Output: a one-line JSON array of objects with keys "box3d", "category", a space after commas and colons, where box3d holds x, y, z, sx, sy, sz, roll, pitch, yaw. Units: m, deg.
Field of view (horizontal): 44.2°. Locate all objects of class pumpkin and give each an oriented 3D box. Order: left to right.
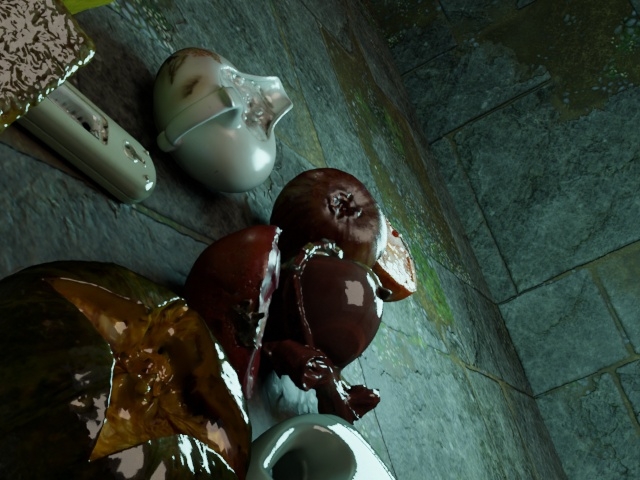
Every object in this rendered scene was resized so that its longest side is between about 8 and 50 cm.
[{"box3d": [-0.157, 0.124, 0.539, 0.238, 0.159, 0.238, 45, 16, -17], "category": "pumpkin"}]

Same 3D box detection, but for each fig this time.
[{"box3d": [-0.003, -0.007, 1.182, 0.175, 0.207, 0.175, 8, 67, -20], "category": "fig"}]

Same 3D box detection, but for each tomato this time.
[{"box3d": [-0.102, 0.070, 0.868, 0.173, 0.099, 0.189, -87, -172, -83], "category": "tomato"}, {"box3d": [0.077, 0.013, 1.415, 0.237, 0.095, 0.237, 48, 23, -28], "category": "tomato"}]

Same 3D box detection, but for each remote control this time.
[{"box3d": [-0.245, -0.115, 0.805, 0.221, 0.042, 0.078, 43, 26, -45], "category": "remote control"}]

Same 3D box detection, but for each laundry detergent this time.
[{"box3d": [-0.030, 0.302, 0.701, 0.398, 0.125, 0.264, 6, 60, -66], "category": "laundry detergent"}]

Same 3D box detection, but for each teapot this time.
[{"box3d": [-0.129, -0.160, 1.031, 0.204, 0.139, 0.298, 62, 18, -11], "category": "teapot"}]

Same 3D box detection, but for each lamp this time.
[{"box3d": [0.004, 0.118, 1.030, 0.215, 0.151, 0.223, 46, 65, -37], "category": "lamp"}]

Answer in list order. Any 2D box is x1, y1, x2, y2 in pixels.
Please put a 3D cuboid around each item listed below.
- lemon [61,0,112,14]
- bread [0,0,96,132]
[{"box3d": [-0.259, -0.343, 0.716, 0.293, 0.293, 0.293, 52, 21, -30], "category": "lemon"}, {"box3d": [-0.305, -0.174, 0.568, 0.234, 0.110, 0.184, 55, 46, -27], "category": "bread"}]
